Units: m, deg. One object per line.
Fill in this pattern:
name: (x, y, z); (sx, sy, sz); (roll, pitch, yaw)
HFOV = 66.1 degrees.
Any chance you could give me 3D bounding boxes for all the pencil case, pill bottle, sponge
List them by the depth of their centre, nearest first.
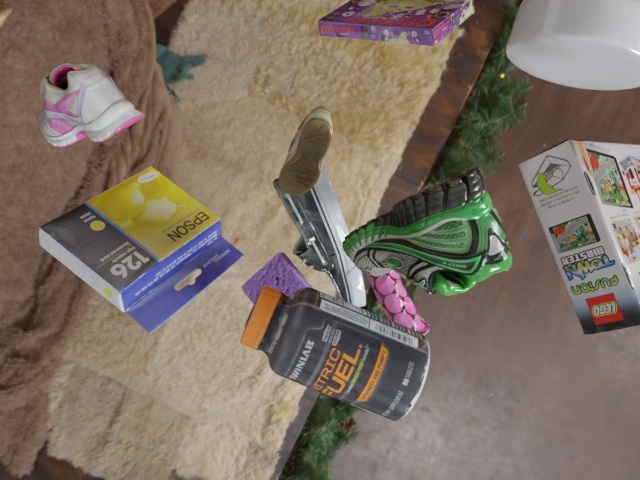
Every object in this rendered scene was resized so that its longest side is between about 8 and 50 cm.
pill bottle: (0.285, -0.301, 0.458); (0.161, 0.161, 0.283); (18, 96, 10)
pill bottle: (0.015, 0.147, 0.688); (0.246, 0.130, 0.130); (23, 83, -4)
sponge: (-0.054, 0.137, 0.988); (0.117, 0.031, 0.210); (-43, 80, 16)
pencil case: (0.209, 0.162, 1.307); (0.098, 0.095, 0.209); (-27, 92, -25)

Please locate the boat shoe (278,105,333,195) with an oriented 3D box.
boat shoe: (-0.016, -0.110, 0.620); (0.050, 0.135, 0.045); (21, 50, -13)

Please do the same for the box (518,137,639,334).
box: (0.226, -0.012, 0.355); (0.036, 0.207, 0.114); (-27, 75, 47)

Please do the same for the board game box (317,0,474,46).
board game box: (0.188, -0.576, 1.269); (0.347, 0.056, 0.208); (22, 57, 34)

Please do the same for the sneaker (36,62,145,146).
sneaker: (-0.381, -0.220, 0.774); (0.252, 0.111, 0.103); (4, 39, 39)

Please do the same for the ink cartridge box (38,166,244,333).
ink cartridge box: (-0.368, 0.002, 1.062); (0.307, 0.072, 0.303); (34, 44, 11)

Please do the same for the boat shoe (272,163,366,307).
boat shoe: (0.000, 0.000, 0.987); (0.119, 0.121, 0.335); (-20, 113, 2)

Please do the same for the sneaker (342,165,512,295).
sneaker: (0.135, 0.020, 0.710); (0.134, 0.343, 0.146); (-23, 87, -16)
